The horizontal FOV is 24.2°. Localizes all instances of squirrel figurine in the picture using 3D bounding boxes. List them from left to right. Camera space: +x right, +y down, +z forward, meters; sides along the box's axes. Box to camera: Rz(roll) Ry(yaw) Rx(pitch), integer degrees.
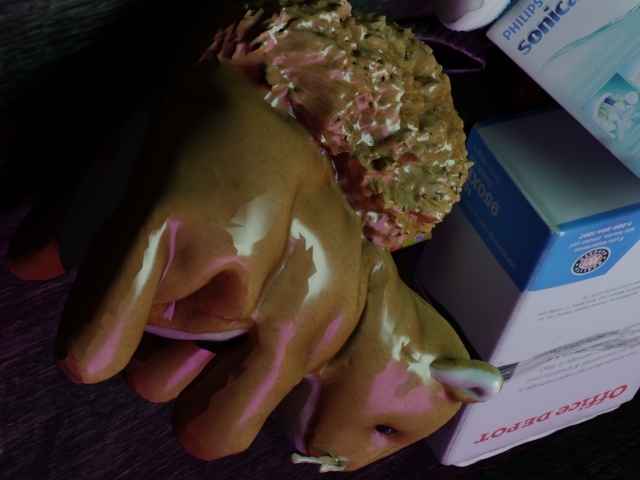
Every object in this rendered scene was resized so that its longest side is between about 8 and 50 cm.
[{"bbox_3d":[0.000,0.000,1.210,0.370,0.281,0.397,33,86,-25],"label":"squirrel figurine"}]

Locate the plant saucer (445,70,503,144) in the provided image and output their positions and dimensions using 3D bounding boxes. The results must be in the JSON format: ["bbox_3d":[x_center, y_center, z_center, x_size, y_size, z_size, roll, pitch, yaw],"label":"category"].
[{"bbox_3d":[0.084,-0.065,1.642,0.311,0.050,0.310,-30,160,-12],"label":"plant saucer"}]

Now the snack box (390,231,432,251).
[{"bbox_3d":[0.011,-0.049,1.453,0.175,0.070,0.207,-20,148,-2],"label":"snack box"}]

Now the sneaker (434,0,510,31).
[{"bbox_3d":[0.124,-0.263,1.238,0.092,0.087,0.228,-14,147,-22],"label":"sneaker"}]

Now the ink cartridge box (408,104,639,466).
[{"bbox_3d":[0.260,0.040,1.623,0.286,0.166,0.395,-14,143,-28],"label":"ink cartridge box"}]

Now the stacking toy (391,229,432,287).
[{"bbox_3d":[0.146,0.042,1.793,0.175,0.165,0.302,-26,158,-32],"label":"stacking toy"}]

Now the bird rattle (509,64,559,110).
[{"bbox_3d":[0.307,-0.184,1.679,0.207,0.143,0.253,-43,147,-9],"label":"bird rattle"}]

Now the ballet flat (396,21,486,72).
[{"bbox_3d":[0.092,-0.176,1.409,0.173,0.049,0.057,-17,152,-39],"label":"ballet flat"}]

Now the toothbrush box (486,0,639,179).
[{"bbox_3d":[0.317,-0.157,1.367,0.126,0.295,0.216,-48,179,30],"label":"toothbrush box"}]
